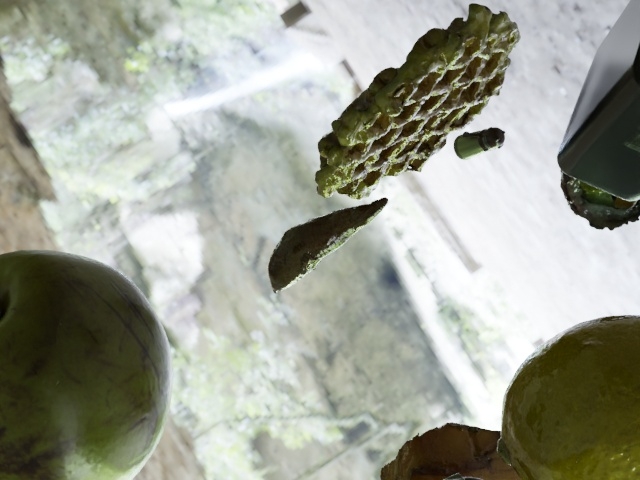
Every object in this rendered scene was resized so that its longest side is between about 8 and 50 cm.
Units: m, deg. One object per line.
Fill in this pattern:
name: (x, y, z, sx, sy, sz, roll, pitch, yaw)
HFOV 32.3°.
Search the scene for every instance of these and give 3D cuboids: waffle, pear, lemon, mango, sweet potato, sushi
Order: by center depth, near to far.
pear: (-0.293, 0.145, 1.175, 0.284, 0.283, 0.283, 56, 177, 4)
lemon: (0.340, 0.200, 1.254, 0.233, 0.288, 0.234, -15, -90, -90)
waffle: (0.119, -0.163, 1.384, 0.068, 0.325, 0.302, 53, 178, 14)
sweet potato: (-0.006, -0.003, 1.439, 0.068, 0.226, 0.068, 35, -147, -27)
sushi: (0.506, -0.130, 1.810, 0.161, 0.241, 0.107, 55, -161, -14)
mango: (0.274, 0.437, 2.087, 0.201, 0.350, 0.199, 30, 114, 56)

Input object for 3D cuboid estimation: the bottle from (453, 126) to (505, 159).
bottle: (0.284, -0.174, 1.948, 0.101, 0.063, 0.047, -15, 87, 52)

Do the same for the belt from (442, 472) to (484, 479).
belt: (0.162, 0.486, 1.668, 0.217, 0.338, 0.122, -9, 106, 41)

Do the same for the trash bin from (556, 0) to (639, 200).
trash bin: (0.296, -0.142, 0.946, 0.115, 0.165, 0.225, 23, 165, -1)
